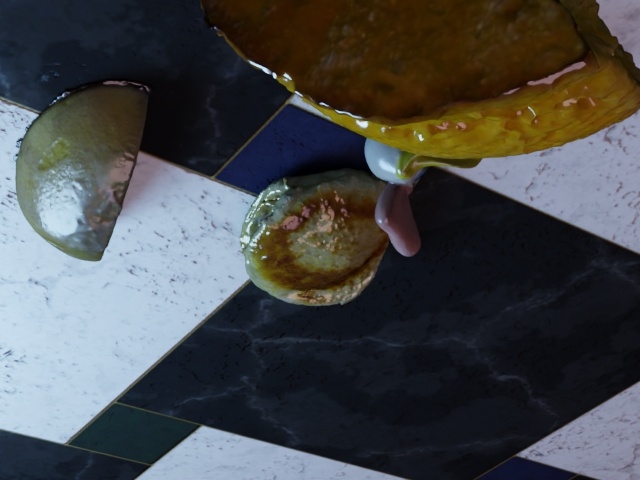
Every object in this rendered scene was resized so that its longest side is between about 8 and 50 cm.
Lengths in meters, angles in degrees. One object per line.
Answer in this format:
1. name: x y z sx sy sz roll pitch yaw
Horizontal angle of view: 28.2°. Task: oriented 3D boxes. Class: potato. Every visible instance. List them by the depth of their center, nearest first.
1. potato: -0.266 -0.053 1.350 0.120 0.100 0.261 9 142 -19

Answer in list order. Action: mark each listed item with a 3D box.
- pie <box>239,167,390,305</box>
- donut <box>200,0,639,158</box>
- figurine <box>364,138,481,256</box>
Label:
1. pie: 0.000 0.000 1.471 0.178 0.084 0.205 6 139 -15
2. donut: 0.108 -0.261 0.910 0.377 0.435 0.163 23 171 33
3. figurine: 0.057 -0.155 1.211 0.193 0.154 0.421 -14 142 20
